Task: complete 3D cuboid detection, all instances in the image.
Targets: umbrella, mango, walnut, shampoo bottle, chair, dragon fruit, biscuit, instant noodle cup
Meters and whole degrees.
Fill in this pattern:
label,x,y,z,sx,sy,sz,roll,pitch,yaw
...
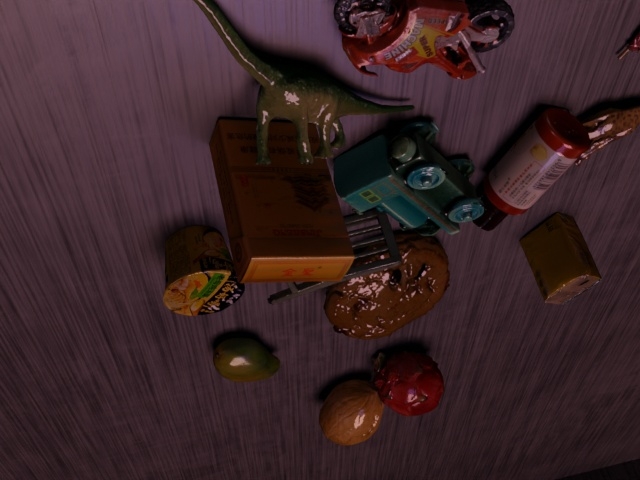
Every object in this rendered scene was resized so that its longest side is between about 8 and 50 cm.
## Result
label,x,y,z,sx,sy,sz,roll,pitch,yaw
umbrella,0.558,-0.362,1.481,0.027,0.025,0.165,25,131,-16
mango,-0.174,0.282,2.043,0.122,0.086,0.191,-26,145,9
walnut,0.084,0.454,2.348,0.159,0.159,0.207,13,130,-37
shampoo bottle,0.382,-0.121,1.679,0.104,0.104,0.278,6,140,-30
chair,0.000,0.000,1.660,0.270,0.136,0.147,-18,148,4
dragon fruit,0.229,0.363,2.267,0.209,0.172,0.172,22,132,-25
biscuit,0.148,0.107,1.889,0.295,0.075,0.296,-16,135,-17
instant noodle cup,-0.227,0.054,1.656,0.151,0.122,0.151,-12,144,-9

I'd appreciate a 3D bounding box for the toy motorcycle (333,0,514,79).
label,x,y,z,sx,sy,sz,roll,pitch,yaw
toy motorcycle,0.141,-0.309,1.314,0.298,0.089,0.171,1,144,-26

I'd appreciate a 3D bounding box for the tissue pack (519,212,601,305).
label,x,y,z,sx,sy,sz,roll,pitch,yaw
tissue pack,0.516,0.041,1.919,0.082,0.169,0.120,18,135,-37

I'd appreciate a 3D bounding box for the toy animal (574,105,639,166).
label,x,y,z,sx,sy,sz,roll,pitch,yaw
toy animal,0.577,-0.219,1.673,0.275,0.054,0.149,-27,148,14

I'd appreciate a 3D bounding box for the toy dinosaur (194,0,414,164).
label,x,y,z,sx,sy,sz,roll,pitch,yaw
toy dinosaur,-0.035,-0.270,1.349,0.447,0.087,0.301,-20,112,-35

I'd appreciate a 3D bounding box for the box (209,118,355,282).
label,x,y,z,sx,sy,sz,roll,pitch,yaw
box,-0.066,-0.065,1.409,0.174,0.274,0.076,-1,146,-23

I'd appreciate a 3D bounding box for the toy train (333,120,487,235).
label,x,y,z,sx,sy,sz,roll,pitch,yaw
toy train,0.173,-0.096,1.623,0.194,0.120,0.298,-25,147,25
